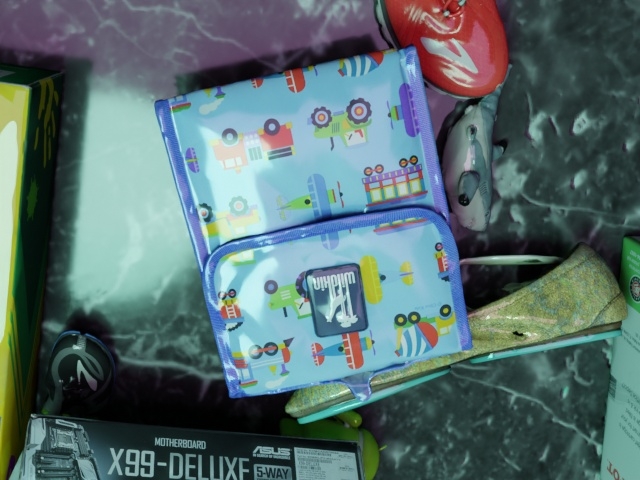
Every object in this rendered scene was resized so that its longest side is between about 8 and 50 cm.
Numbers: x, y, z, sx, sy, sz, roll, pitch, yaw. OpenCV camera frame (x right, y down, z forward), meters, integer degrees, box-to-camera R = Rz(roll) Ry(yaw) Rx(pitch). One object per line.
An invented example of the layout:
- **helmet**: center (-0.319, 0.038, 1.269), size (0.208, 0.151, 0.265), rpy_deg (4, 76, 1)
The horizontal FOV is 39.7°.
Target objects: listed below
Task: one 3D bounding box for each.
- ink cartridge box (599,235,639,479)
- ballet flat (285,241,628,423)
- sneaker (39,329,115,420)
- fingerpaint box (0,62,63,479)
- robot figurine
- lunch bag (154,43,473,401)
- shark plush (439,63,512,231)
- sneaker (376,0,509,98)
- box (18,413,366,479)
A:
- **ink cartridge box**: center (0.378, 0.158, 0.862), size (0.121, 0.211, 0.289), rpy_deg (-2, 107, -7)
- **ballet flat**: center (0.123, 0.082, 0.876), size (0.348, 0.123, 0.123), rpy_deg (-16, 106, -1)
- **sneaker**: center (-0.247, 0.179, 0.872), size (0.067, 0.078, 0.188), rpy_deg (14, 103, -10)
- **fingerpaint box**: center (-0.471, 0.009, 0.760), size (0.445, 0.163, 0.371), rpy_deg (7, 104, -7)
- **robot figurine**: center (0.009, 0.219, 0.915), size (0.115, 0.067, 0.101), rpy_deg (16, 98, -10)
- **lunch bag**: center (0.000, 0.000, 0.791), size (0.221, 0.138, 0.293), rpy_deg (-13, 94, -2)
- **shark plush**: center (0.153, -0.093, 0.868), size (0.067, 0.073, 0.161), rpy_deg (12, 83, -29)
- **sneaker**: center (0.090, -0.245, 0.769), size (0.107, 0.118, 0.279), rpy_deg (-26, 106, 2)
- **box**: center (-0.134, 0.284, 0.854), size (0.307, 0.076, 0.242), rpy_deg (8, 129, -14)
